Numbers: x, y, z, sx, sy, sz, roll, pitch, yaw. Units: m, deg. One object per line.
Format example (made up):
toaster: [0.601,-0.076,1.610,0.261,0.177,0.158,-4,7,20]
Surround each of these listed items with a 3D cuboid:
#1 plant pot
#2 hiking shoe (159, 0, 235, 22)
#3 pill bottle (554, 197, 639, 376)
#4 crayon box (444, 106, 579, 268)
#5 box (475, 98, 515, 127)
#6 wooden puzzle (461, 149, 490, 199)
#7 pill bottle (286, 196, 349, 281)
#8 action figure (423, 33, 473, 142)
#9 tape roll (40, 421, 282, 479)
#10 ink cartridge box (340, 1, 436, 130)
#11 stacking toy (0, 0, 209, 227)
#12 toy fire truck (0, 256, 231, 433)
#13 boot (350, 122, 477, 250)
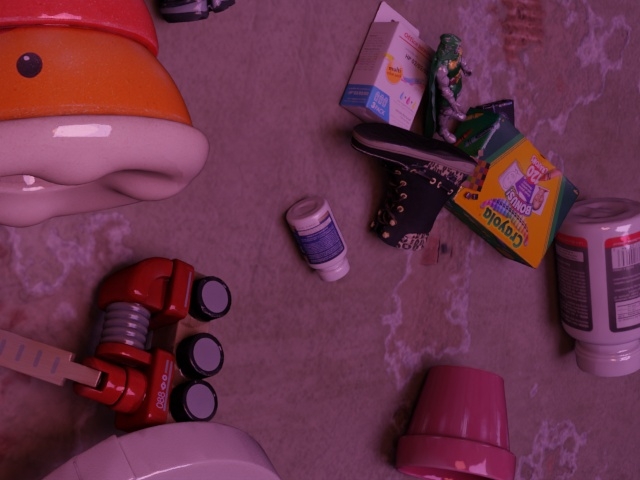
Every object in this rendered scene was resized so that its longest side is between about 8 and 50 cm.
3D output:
plant pot: [0.236,0.313,1.719,0.201,0.201,0.180,28,65,-41]
hiking shoe: [-0.099,-0.403,1.322,0.304,0.113,0.132,-41,124,-28]
pill bottle: [0.545,0.091,1.944,0.176,0.176,0.318,-23,113,-36]
crayon box: [0.316,-0.087,1.758,0.278,0.081,0.165,34,84,-40]
box: [0.306,-0.208,1.781,0.083,0.018,0.067,-17,109,-38]
wooden puzzle: [0.248,-0.107,1.640,0.049,0.006,0.083,16,96,-38]
pill bottle: [0.000,0.000,1.519,0.067,0.067,0.120,-41,122,-28]
action figure: [0.200,-0.243,1.585,0.232,0.063,0.137,75,35,-62]
tape roll: [-0.223,0.385,1.277,0.392,0.072,0.392,-20,137,-19]
ink cartridge box: [0.114,-0.267,1.571,0.104,0.062,0.181,28,79,-42]
stacking toy: [-0.321,-0.269,1.087,0.351,0.351,0.479,-4,82,-41]
toy fire truck: [-0.262,0.121,1.269,0.246,0.158,0.217,27,57,-36]
boot: [0.118,-0.077,1.565,0.236,0.085,0.178,10,117,-38]
